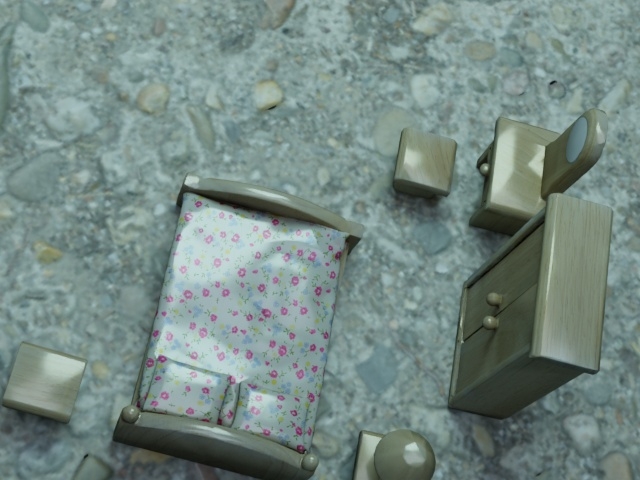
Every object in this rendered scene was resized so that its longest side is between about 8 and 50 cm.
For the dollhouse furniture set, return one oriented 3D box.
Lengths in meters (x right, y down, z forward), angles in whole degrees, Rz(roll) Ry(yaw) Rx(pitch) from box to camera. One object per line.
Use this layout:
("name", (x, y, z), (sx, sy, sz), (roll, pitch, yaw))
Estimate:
("dollhouse furniture set", (0.000, 0.000, 0.840), (0.355, 0.174, 0.303), (15, 66, -9))
